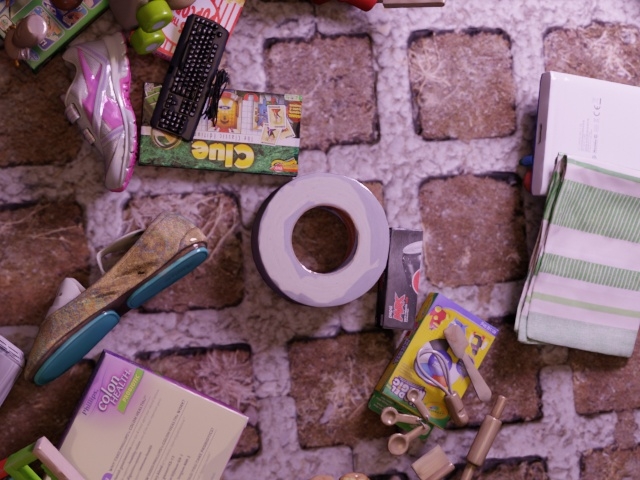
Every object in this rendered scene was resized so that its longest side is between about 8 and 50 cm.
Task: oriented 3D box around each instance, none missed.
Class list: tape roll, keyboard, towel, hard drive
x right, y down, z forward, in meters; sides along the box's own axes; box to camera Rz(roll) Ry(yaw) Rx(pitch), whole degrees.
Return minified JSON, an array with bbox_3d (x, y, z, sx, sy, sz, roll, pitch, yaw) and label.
[{"bbox_3d":[0.000,0.000,1.825,0.219,0.072,0.219,0,89,-12],"label":"tape roll"},{"bbox_3d":[-0.192,-0.253,1.765,0.100,0.038,0.192,18,95,-10],"label":"keyboard"},{"bbox_3d":[0.467,0.030,1.899,0.248,0.038,0.324,10,97,-21],"label":"towel"},{"bbox_3d":[0.518,-0.163,1.940,0.319,0.040,0.210,7,86,-20],"label":"hard drive"}]

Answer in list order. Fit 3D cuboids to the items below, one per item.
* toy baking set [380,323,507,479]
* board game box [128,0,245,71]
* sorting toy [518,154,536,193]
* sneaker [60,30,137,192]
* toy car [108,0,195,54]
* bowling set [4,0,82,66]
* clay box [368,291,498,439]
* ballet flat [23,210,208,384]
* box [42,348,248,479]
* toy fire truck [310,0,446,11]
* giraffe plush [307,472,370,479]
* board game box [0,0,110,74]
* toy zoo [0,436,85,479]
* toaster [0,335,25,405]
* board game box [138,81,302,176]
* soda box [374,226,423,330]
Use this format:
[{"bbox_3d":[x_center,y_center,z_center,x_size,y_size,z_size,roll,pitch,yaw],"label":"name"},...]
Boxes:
[{"bbox_3d":[0.210,0.277,1.830,0.197,0.030,0.256,33,82,-15],"label":"toy baking set"},{"bbox_3d":[-0.204,-0.377,1.806,0.147,0.045,0.193,23,84,-11],"label":"board game box"},{"bbox_3d":[0.372,-0.126,1.932,0.061,0.042,0.102,33,74,-22],"label":"sorting toy"},{"bbox_3d":[-0.345,-0.196,1.748,0.111,0.103,0.252,-6,83,-9],"label":"sneaker"},{"bbox_3d":[-0.228,-0.401,1.715,0.188,0.149,0.155,-27,83,-22],"label":"toy car"},{"bbox_3d":[-0.463,-0.335,1.669,0.200,0.154,0.287,-4,86,-32],"label":"bowling set"},{"bbox_3d":[0.186,0.212,1.867,0.127,0.053,0.222,32,81,-11],"label":"clay box"},{"bbox_3d":[-0.333,0.079,1.736,0.348,0.123,0.123,-39,96,-11],"label":"ballet flat"},{"bbox_3d":[-0.270,0.315,1.730,0.243,0.117,0.213,26,83,-11],"label":"box"},{"bbox_3d":[0.085,-0.473,1.833,0.246,0.158,0.217,23,83,-23],"label":"toy fire truck"},{"bbox_3d":[0.032,0.497,1.781,0.181,0.210,0.170,-2,122,-24],"label":"giraffe plush"},{"bbox_3d":[-0.479,-0.448,1.748,0.213,0.046,0.317,-45,97,-10],"label":"board game box"},{"bbox_3d":[-0.462,0.425,1.659,0.293,0.030,0.192,-30,112,16],"label":"toy zoo"},{"bbox_3d":[-0.543,0.177,1.638,0.146,0.129,0.227,-56,138,-15],"label":"toaster"},{"bbox_3d":[-0.161,-0.179,1.818,0.260,0.030,0.136,3,89,-12],"label":"board game box"},{"bbox_3d":[0.130,0.064,1.861,0.060,0.053,0.168,6,87,-12],"label":"soda box"}]
